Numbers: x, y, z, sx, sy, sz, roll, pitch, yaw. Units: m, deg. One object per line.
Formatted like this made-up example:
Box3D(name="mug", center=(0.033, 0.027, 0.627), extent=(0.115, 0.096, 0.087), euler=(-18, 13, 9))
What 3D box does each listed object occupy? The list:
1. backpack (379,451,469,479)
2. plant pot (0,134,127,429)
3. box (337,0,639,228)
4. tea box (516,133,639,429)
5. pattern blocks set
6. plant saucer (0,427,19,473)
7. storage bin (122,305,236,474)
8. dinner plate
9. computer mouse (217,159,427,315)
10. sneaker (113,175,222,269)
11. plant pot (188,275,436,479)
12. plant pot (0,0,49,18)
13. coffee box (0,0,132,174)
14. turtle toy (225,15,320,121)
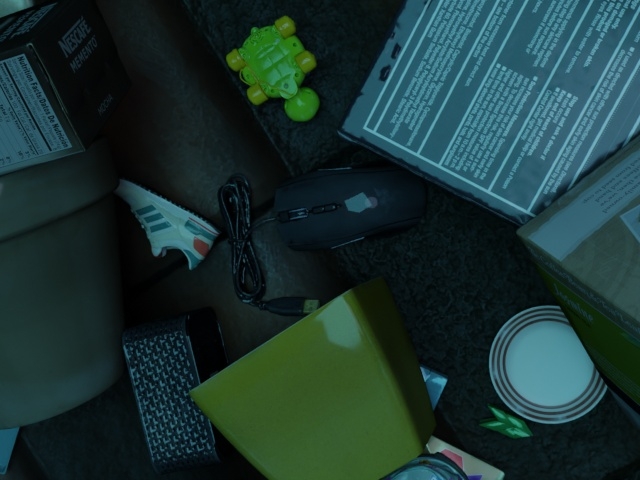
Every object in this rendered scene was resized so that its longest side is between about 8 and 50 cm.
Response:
Box3D(name="backpack", center=(0.098, 0.328, 1.084), extent=(0.182, 0.115, 0.152), euler=(-38, 83, 7))
Box3D(name="plant pot", center=(-0.362, 0.054, 1.110), extent=(0.323, 0.323, 0.280), euler=(-14, 105, 11))
Box3D(name="box", center=(0.222, -0.177, 1.029), extent=(0.294, 0.183, 0.296), euler=(29, 99, 8))
Box3D(name="tea box", center=(0.427, 0.040, 0.891), extent=(0.329, 0.220, 0.323), euler=(-37, 120, -2))
Box3D(name="pattern blocks set", center=(0.123, 0.327, 1.150), extent=(0.285, 0.026, 0.324), euler=(34, 98, 8))
Box3D(name="plant saucer", center=(-0.419, 0.211, 1.253), extent=(0.067, 0.018, 0.192), euler=(20, 95, 9))
Box3D(name="storage bin", center=(-0.164, 0.180, 1.150), extent=(0.084, 0.122, 0.180), euler=(-15, 90, 11))
Box3D(name="dinner plate", center=(0.272, 0.147, 1.120), extent=(0.141, 0.017, 0.141), euler=(0, 92, 10))
Box3D(name="computer mouse", center=(0.000, 0.000, 1.143), extent=(0.262, 0.060, 0.184), euler=(-4, 91, 11))
Box3D(name="sneaker", center=(-0.208, -0.021, 1.183), extent=(0.161, 0.057, 0.075), euler=(28, 92, 6))
Box3D(name="plant pot", center=(0.016, 0.180, 1.065), extent=(0.212, 0.212, 0.187), euler=(-33, 85, 12))
Box3D(name="plant pot", center=(-0.435, -0.339, 1.106), extent=(0.306, 0.334, 0.333), euler=(25, 97, -3))
Box3D(name="coffee box", center=(-0.368, -0.141, 0.972), extent=(0.297, 0.168, 0.118), euler=(-14, 119, 15))
Box3D(name="turtle toy", center=(-0.047, -0.202, 1.140), extent=(0.095, 0.066, 0.130), euler=(-31, 87, 10))
